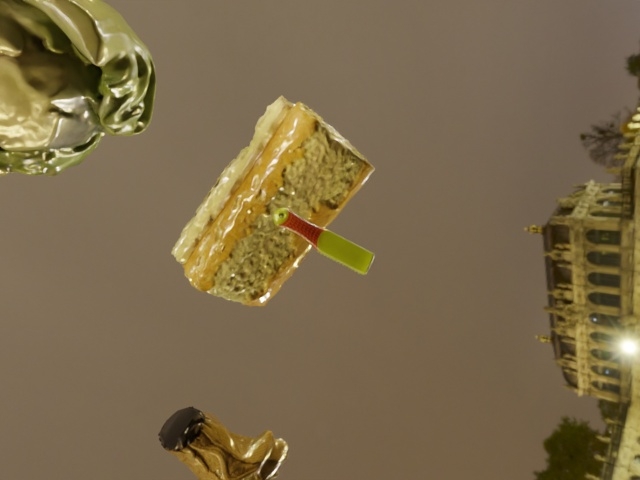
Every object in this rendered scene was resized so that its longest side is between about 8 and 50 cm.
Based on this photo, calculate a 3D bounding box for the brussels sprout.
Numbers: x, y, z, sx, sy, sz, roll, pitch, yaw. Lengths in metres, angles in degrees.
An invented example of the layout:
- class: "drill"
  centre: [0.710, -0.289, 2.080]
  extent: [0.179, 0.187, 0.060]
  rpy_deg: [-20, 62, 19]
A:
- class: "brussels sprout"
  centre: [-0.523, -0.315, 0.816]
  extent: [0.360, 0.426, 0.342]
  rpy_deg: [-100, -6, -49]

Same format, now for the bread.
- class: "bread"
  centre: [-0.082, -0.060, 0.858]
  extent: [0.237, 0.165, 0.375]
  rpy_deg: [24, -73, -47]

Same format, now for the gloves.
- class: "gloves"
  centre: [-0.224, 0.516, 1.074]
  extent: [0.356, 0.203, 0.155]
  rpy_deg: [39, -125, -36]

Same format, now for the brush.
- class: "brush"
  centre: [0.000, 0.000, 0.335]
  extent: [0.083, 0.021, 0.018]
  rpy_deg: [28, -103, -14]
